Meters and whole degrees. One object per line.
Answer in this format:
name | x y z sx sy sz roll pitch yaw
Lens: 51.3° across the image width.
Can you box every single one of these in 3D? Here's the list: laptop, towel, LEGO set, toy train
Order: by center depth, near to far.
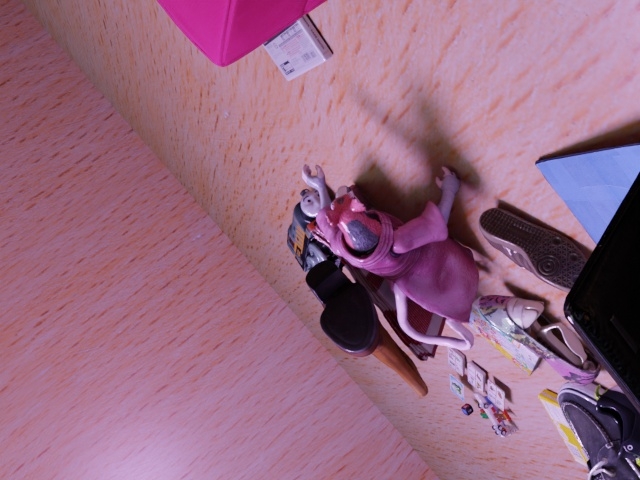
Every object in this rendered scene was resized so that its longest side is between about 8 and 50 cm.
laptop | 0.339 0.116 0.664 0.382 0.408 0.236 51 142 -6
towel | 0.129 0.055 1.300 0.329 0.037 0.237 51 -151 -6
LEGO set | 0.391 0.371 1.616 0.182 0.060 0.244 40 153 42
toy train | 0.000 0.000 1.623 0.190 0.142 0.334 55 166 15

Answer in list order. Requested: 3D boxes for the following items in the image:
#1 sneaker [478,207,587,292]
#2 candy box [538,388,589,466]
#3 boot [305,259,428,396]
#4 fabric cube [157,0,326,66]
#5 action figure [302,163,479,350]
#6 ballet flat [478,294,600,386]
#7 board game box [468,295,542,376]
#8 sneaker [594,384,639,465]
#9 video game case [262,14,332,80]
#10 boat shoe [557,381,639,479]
sneaker | 0.313 0.017 0.960 0.188 0.066 0.071 44 -179 37
candy box | 0.512 0.385 1.316 0.205 0.027 0.105 56 161 -24
boot | 0.096 0.189 1.152 0.280 0.096 0.264 51 174 -26
fabric cube | -0.073 -0.384 0.673 0.254 0.259 0.258 51 164 -1
action figure | 0.099 0.020 1.076 0.248 0.275 0.370 1 169 32
ballet flat | 0.366 0.150 1.101 0.221 0.077 0.079 40 144 15
board game box | 0.353 0.183 1.273 0.154 0.026 0.103 41 162 26
sneaker | 0.483 0.313 0.970 0.084 0.097 0.234 66 -179 -53
video game case | -0.069 -0.366 1.144 0.173 0.022 0.190 53 165 -16
boat shoe | 0.498 0.379 1.089 0.335 0.119 0.121 52 155 30
